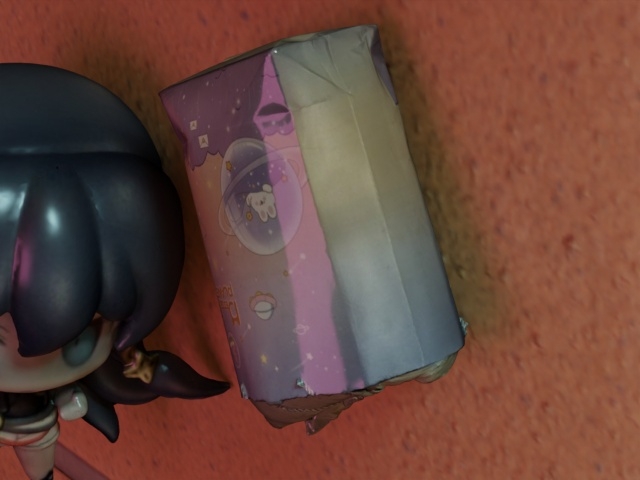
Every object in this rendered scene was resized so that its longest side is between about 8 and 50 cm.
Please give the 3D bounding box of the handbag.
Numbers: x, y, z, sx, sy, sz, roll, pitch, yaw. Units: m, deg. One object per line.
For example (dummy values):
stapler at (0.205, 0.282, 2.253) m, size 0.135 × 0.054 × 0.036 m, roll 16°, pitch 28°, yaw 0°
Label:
handbag at (0.000, 0.000, 0.733) m, size 0.117 × 0.095 × 0.173 m, roll -7°, pitch 99°, yaw 61°

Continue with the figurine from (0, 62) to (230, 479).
figurine at (-0.166, 0.026, 0.902) m, size 0.197 × 0.175 × 0.265 m, roll 59°, pitch 139°, yaw 14°
